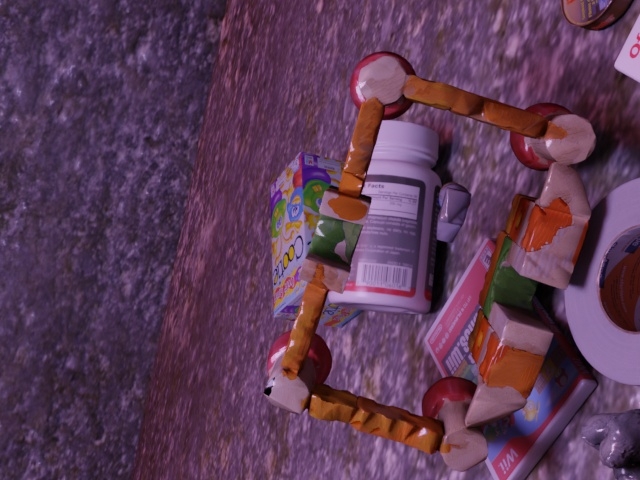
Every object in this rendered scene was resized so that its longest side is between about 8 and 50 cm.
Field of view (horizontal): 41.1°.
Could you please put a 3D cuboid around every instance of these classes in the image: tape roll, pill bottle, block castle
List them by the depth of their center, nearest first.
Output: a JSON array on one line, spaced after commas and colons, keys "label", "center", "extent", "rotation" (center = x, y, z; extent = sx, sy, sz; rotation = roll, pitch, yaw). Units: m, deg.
[{"label": "tape roll", "center": [0.357, 0.045, 0.891], "extent": [0.219, 0.072, 0.219], "rotation": [-37, 47, 55]}, {"label": "block castle", "center": [0.127, 0.020, 1.040], "extent": [0.213, 0.303, 0.453], "rotation": [-60, -13, -81]}, {"label": "pill bottle", "center": [0.105, -0.033, 1.340], "extent": [0.161, 0.161, 0.283], "rotation": [-11, 70, 63]}]

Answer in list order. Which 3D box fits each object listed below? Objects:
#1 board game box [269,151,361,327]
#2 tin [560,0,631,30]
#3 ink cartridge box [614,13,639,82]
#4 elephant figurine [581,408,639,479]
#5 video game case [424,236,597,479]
[{"label": "board game box", "center": [0.000, 0.000, 1.566], "extent": [0.144, 0.142, 0.275], "rotation": [-44, 42, 51]}, {"label": "tin", "center": [0.353, -0.359, 1.096], "extent": [0.106, 0.040, 0.189], "rotation": [-28, 56, 54]}, {"label": "ink cartridge box", "center": [0.420, -0.195, 0.818], "extent": [0.172, 0.100, 0.237], "rotation": [-68, 28, 22]}, {"label": "elephant figurine", "center": [0.325, 0.283, 0.780], "extent": [0.186, 0.170, 0.239], "rotation": [115, 161, -70]}, {"label": "video game case", "center": [0.240, 0.159, 1.145], "extent": [0.204, 0.025, 0.285], "rotation": [-64, 30, 29]}]
